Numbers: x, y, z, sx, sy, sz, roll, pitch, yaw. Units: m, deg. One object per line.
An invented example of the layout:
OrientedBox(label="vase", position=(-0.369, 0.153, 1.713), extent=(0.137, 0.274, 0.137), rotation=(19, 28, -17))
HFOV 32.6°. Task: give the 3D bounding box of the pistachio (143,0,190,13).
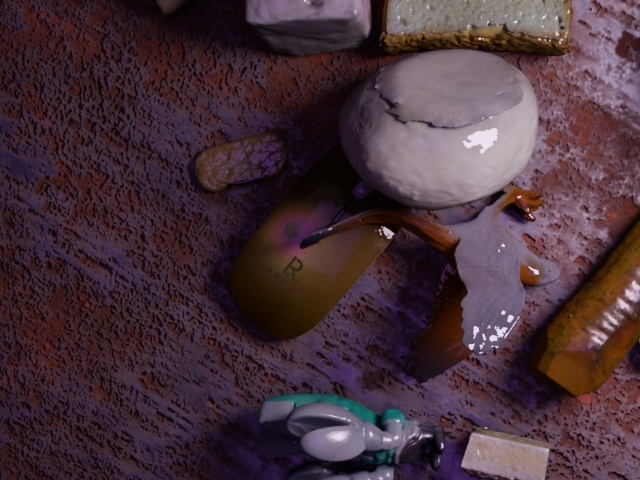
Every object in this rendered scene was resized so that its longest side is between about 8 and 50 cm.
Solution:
OrientedBox(label="pistachio", position=(-0.208, -0.426, 1.613), extent=(0.124, 0.124, 0.185), rotation=(28, 107, 7))

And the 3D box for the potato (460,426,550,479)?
OrientedBox(label="potato", position=(0.264, 0.305, 1.537), extent=(0.122, 0.086, 0.061), rotation=(9, 91, 13))

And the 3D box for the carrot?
OrientedBox(label="carrot", position=(0.414, 0.082, 1.519), extent=(0.114, 0.114, 0.302), rotation=(40, 88, 7))

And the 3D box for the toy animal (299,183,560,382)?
OrientedBox(label="toy animal", position=(0.173, 0.012, 1.540), extent=(0.302, 0.225, 0.284), rotation=(-42, 84, -20))

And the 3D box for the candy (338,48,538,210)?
OrientedBox(label="candy", position=(0.159, -0.148, 1.493), extent=(0.295, 0.295, 0.185), rotation=(0, 122, 6))

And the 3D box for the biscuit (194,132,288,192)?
OrientedBox(label="biscuit", position=(-0.118, -0.116, 1.631), extent=(0.147, 0.018, 0.071), rotation=(-15, 83, 7))

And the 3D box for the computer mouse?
OrientedBox(label="computer mouse", position=(0.000, 0.000, 1.588), extent=(0.158, 0.072, 0.310), rotation=(41, 92, 5))

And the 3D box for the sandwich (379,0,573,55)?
OrientedBox(label="sandwich", position=(0.227, -0.389, 1.566), extent=(0.273, 0.095, 0.249), rotation=(2, 85, 6))

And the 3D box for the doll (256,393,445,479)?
OrientedBox(label="doll", position=(0.034, 0.280, 1.524), extent=(0.258, 0.153, 0.195), rotation=(-15, 122, 17))

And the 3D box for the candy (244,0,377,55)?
OrientedBox(label="candy", position=(-0.007, -0.349, 1.544), extent=(0.184, 0.195, 0.137), rotation=(-4, 85, 10))
